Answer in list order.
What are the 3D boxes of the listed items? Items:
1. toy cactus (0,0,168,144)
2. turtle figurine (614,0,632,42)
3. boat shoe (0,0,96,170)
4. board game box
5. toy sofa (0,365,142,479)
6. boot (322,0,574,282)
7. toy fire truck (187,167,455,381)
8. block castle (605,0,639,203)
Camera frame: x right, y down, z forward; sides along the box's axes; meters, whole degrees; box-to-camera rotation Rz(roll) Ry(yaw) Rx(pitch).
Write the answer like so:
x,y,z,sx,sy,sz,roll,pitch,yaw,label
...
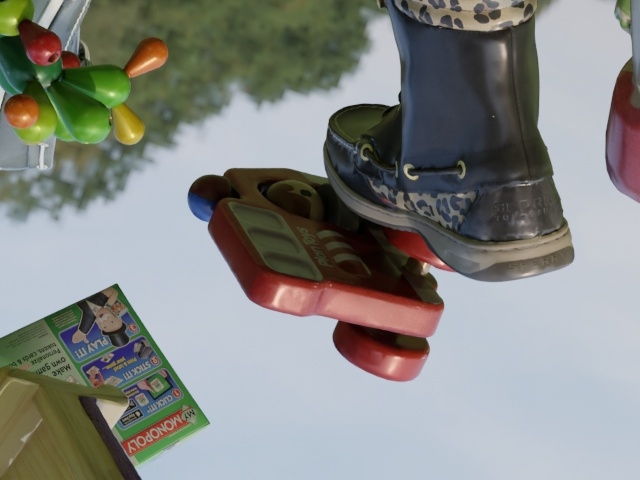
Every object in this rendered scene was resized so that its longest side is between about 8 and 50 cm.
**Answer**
x,y,z,sx,sy,sz,roll,pitch,yaw,label
-0.194,-0.134,1.251,0.180,0.112,0.219,41,-179,12,toy cactus
0.359,-0.194,1.647,0.266,0.198,0.275,-6,-112,-49,turtle figurine
-0.260,-0.172,1.904,0.099,0.319,0.116,14,-129,-19,boat shoe
-0.301,0.197,2.324,0.317,0.046,0.213,-26,-100,-47,board game box
-0.123,0.259,1.329,0.177,0.150,0.362,19,-157,-42,toy sofa
0.098,-0.146,1.753,0.138,0.284,0.377,-14,-157,-16,boot
0.000,0.000,2.001,0.253,0.169,0.302,15,-158,-28,toy fire truck
0.388,-0.092,0.918,0.453,0.213,0.303,20,-123,26,block castle
